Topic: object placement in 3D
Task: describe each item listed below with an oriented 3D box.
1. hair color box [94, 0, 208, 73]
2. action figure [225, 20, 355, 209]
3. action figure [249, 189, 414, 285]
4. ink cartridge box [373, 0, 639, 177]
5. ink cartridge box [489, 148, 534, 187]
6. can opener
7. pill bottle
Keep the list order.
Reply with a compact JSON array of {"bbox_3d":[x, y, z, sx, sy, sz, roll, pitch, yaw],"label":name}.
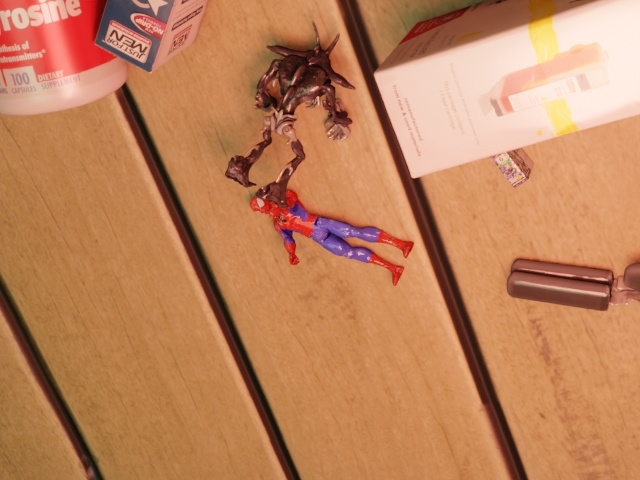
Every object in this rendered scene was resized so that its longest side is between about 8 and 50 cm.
[{"bbox_3d":[-0.209,-0.438,1.570,0.105,0.174,0.347,27,121,4],"label":"hair color box"},{"bbox_3d":[-0.041,-0.198,1.664,0.164,0.141,0.276,29,96,12],"label":"action figure"},{"bbox_3d":[0.000,0.000,1.751,0.280,0.139,0.091,24,120,9],"label":"action figure"},{"bbox_3d":[0.301,-0.248,1.432,0.384,0.279,0.160,-14,109,24],"label":"ink cartridge box"},{"bbox_3d":[0.275,-0.140,1.621,0.029,0.063,0.115,-34,101,31],"label":"ink cartridge box"},{"bbox_3d":[0.433,0.062,1.666,0.280,0.074,0.093,4,122,20],"label":"can opener"},{"bbox_3d":[-0.449,-0.415,1.632,0.229,0.229,0.408,-2,115,20],"label":"pill bottle"}]
